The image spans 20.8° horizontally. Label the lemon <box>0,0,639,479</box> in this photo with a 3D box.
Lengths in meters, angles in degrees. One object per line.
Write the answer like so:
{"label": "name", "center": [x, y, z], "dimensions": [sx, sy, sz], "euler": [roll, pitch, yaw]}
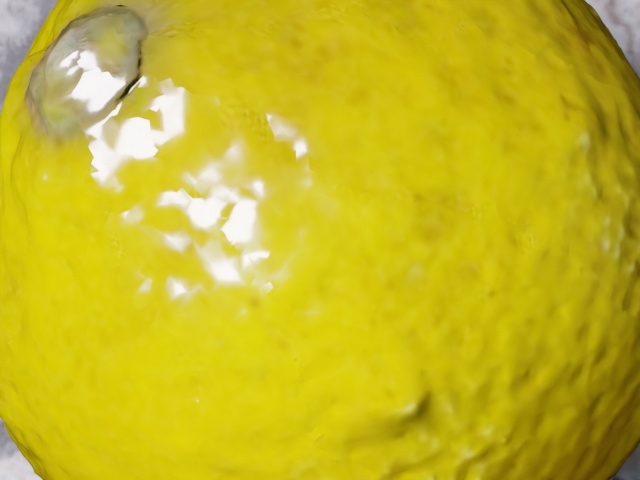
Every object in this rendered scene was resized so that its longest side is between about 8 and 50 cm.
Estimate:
{"label": "lemon", "center": [0.000, 0.000, 0.837], "dimensions": [0.349, 0.387, 0.350], "euler": [-17, 52, 24]}
